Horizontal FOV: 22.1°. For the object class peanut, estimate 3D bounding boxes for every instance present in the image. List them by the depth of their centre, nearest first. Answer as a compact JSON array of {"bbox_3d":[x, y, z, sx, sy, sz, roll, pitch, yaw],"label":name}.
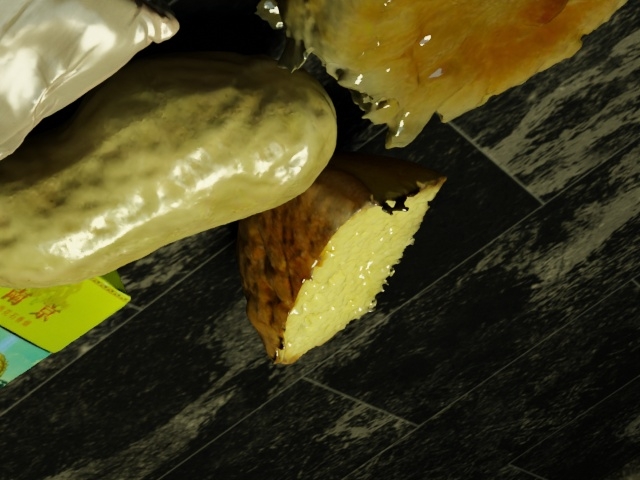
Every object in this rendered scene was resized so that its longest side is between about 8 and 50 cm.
[{"bbox_3d":[-0.143,-0.060,1.231,0.319,0.147,0.147,-19,152,-4],"label":"peanut"}]

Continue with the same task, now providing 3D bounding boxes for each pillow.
[{"bbox_3d":[-0.245,-0.103,1.094,0.173,0.067,0.270,32,118,-34],"label":"pillow"}]

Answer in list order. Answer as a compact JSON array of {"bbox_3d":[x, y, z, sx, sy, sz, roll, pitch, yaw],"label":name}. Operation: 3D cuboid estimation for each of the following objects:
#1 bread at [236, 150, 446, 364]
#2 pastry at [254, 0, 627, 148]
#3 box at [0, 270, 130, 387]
[{"bbox_3d":[-0.003,-0.010,1.439,0.129,0.134,0.260,-23,158,-35],"label":"bread"},{"bbox_3d":[0.118,-0.227,1.180,0.330,0.136,0.329,-25,151,-16],"label":"pastry"},{"bbox_3d":[-0.343,0.098,1.392,0.335,0.047,0.187,-34,152,7],"label":"box"}]
